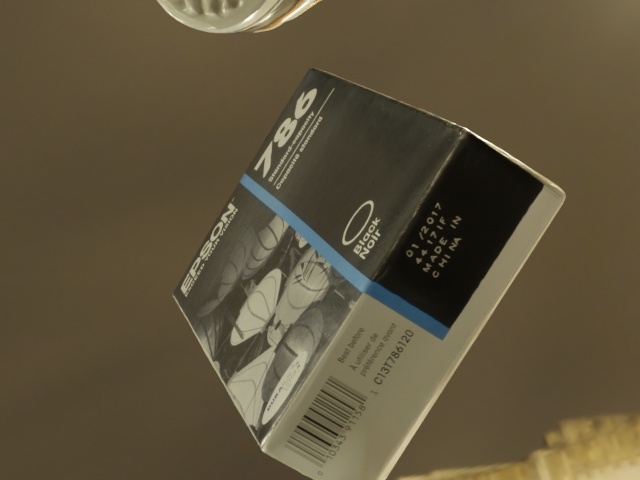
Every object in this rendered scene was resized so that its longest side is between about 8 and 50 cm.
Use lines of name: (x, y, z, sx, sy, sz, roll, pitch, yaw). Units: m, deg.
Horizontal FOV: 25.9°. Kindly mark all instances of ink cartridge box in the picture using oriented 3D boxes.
ink cartridge box: (0.000, 0.000, 0.737, 0.065, 0.333, 0.165, 31, -88, -18)

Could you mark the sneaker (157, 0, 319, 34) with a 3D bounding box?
sneaker: (0.022, -0.263, 0.871, 0.126, 0.321, 0.127, 47, -167, 5)
